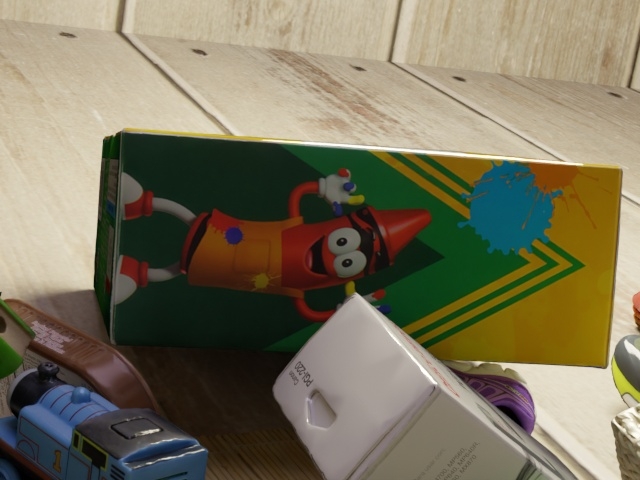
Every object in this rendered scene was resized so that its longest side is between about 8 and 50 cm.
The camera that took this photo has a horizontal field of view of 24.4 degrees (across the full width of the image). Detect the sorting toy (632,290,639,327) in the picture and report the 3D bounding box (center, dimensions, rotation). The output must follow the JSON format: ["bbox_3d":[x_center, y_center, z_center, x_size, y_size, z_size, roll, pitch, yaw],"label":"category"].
[{"bbox_3d":[0.384,0.087,1.613,0.102,0.042,0.061,23,33,2],"label":"sorting toy"}]

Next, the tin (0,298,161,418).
[{"bbox_3d":[-0.189,0.109,1.062,0.190,0.106,0.040,21,33,36],"label":"tin"}]

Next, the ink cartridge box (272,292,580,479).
[{"bbox_3d":[0.089,0.149,0.945,0.218,0.092,0.158,38,4,-25],"label":"ink cartridge box"}]

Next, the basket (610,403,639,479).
[{"bbox_3d":[0.290,0.179,1.053,0.113,0.103,0.167,-24,22,-7],"label":"basket"}]

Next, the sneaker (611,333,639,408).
[{"bbox_3d":[0.391,0.135,1.293,0.300,0.121,0.111,24,21,39],"label":"sneaker"}]

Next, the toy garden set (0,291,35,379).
[{"bbox_3d":[-0.273,0.066,0.878,0.049,0.204,0.244,-24,30,30],"label":"toy garden set"}]

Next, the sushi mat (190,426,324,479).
[{"bbox_3d":[-0.011,0.204,1.002,0.151,0.019,0.316,2,19,-29],"label":"sushi mat"}]

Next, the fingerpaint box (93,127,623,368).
[{"bbox_3d":[0.000,0.000,1.259,0.371,0.163,0.445,3,3,-11],"label":"fingerpaint box"}]

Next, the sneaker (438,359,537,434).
[{"bbox_3d":[0.101,0.135,1.231,0.170,0.068,0.071,4,29,-9],"label":"sneaker"}]

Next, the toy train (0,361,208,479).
[{"bbox_3d":[-0.150,0.148,0.955,0.080,0.105,0.184,-5,23,-43],"label":"toy train"}]
